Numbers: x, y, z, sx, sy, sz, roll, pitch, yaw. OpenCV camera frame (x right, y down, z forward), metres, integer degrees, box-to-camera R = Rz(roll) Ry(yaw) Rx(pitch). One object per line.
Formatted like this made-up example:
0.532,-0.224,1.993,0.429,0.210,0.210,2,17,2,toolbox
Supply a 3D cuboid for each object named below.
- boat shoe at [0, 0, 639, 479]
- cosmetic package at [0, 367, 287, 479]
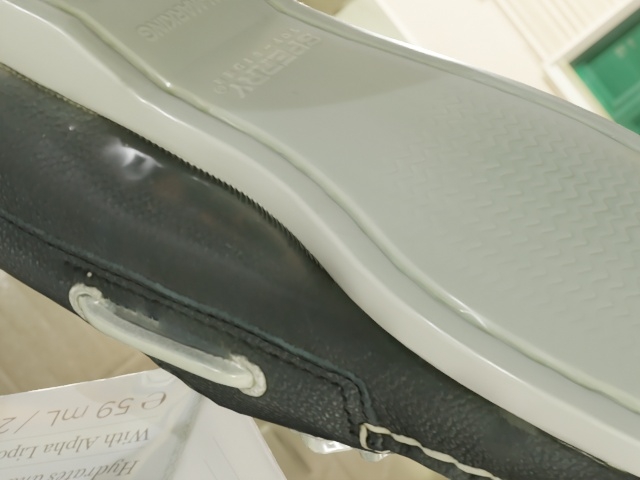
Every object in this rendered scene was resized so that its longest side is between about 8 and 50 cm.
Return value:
0.000,0.000,0.408,0.302,0.091,0.114,34,38,24,boat shoe
-0.088,0.158,0.465,0.183,0.151,0.151,-71,143,-50,cosmetic package
